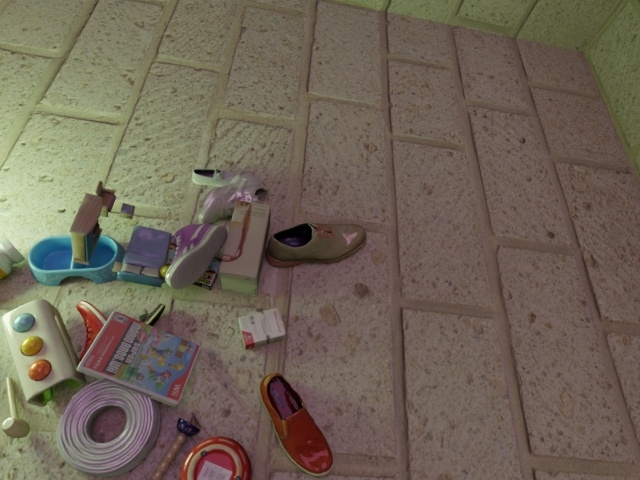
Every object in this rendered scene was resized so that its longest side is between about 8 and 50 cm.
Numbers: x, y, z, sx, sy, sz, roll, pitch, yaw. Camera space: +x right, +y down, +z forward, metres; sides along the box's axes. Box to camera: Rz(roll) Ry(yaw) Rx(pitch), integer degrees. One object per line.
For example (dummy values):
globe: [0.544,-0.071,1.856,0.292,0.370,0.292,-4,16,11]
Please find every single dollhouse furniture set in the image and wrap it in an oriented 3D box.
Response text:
dollhouse furniture set: [-0.593,-0.038,1.381,0.304,0.198,0.286,16,55,-19]

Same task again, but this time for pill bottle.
pill bottle: [-1.045,0.085,1.332,0.118,0.117,0.208,39,60,13]

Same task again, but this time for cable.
cable: [-0.578,0.507,1.190,0.257,0.089,0.257,32,58,8]

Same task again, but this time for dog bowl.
dog bowl: [-0.803,0.057,1.425,0.298,0.074,0.165,-3,60,-13]

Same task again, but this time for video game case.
video game case: [-0.516,0.342,1.261,0.285,0.025,0.204,27,37,-14]

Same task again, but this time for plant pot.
plant pot: [-0.275,0.615,1.141,0.191,0.174,0.191,6,56,-9]

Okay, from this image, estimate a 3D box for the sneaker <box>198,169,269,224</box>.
sneaker: [-0.322,-0.147,1.622,0.152,0.114,0.305,37,59,13]

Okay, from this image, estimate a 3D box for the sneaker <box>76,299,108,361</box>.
sneaker: [-0.696,0.288,1.301,0.221,0.087,0.128,38,58,13]

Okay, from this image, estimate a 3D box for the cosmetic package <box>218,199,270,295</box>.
cosmetic package: [-0.261,0.025,1.513,0.129,0.153,0.296,9,57,-4]

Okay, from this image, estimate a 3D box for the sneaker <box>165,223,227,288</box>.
sneaker: [-0.441,0.044,1.403,0.161,0.102,0.282,9,40,22]

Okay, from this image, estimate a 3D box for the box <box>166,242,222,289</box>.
box: [-0.458,0.087,1.500,0.207,0.036,0.114,18,57,-1]

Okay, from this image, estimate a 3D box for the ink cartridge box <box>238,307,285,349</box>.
ink cartridge box: [-0.194,0.290,1.420,0.136,0.056,0.099,-11,63,-17]

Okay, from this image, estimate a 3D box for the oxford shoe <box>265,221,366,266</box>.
oxford shoe: [0.000,0.000,1.581,0.397,0.146,0.140,-14,62,-19]

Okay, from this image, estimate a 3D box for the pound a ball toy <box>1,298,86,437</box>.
pound a ball toy: [-0.812,0.347,1.199,0.208,0.135,0.319,-29,64,-17]

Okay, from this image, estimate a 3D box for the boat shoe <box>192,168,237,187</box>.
boat shoe: [-0.411,-0.256,1.701,0.184,0.063,0.066,6,58,-8]

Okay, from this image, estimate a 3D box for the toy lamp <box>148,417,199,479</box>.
toy lamp: [-0.432,0.622,1.158,0.080,0.080,0.274,26,58,4]

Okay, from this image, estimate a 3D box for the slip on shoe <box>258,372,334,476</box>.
slip on shoe: [-0.075,0.537,1.270,0.123,0.101,0.331,-26,69,-26]

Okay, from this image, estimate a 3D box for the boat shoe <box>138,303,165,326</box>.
boat shoe: [-0.556,0.256,1.366,0.049,0.056,0.152,33,59,3]
